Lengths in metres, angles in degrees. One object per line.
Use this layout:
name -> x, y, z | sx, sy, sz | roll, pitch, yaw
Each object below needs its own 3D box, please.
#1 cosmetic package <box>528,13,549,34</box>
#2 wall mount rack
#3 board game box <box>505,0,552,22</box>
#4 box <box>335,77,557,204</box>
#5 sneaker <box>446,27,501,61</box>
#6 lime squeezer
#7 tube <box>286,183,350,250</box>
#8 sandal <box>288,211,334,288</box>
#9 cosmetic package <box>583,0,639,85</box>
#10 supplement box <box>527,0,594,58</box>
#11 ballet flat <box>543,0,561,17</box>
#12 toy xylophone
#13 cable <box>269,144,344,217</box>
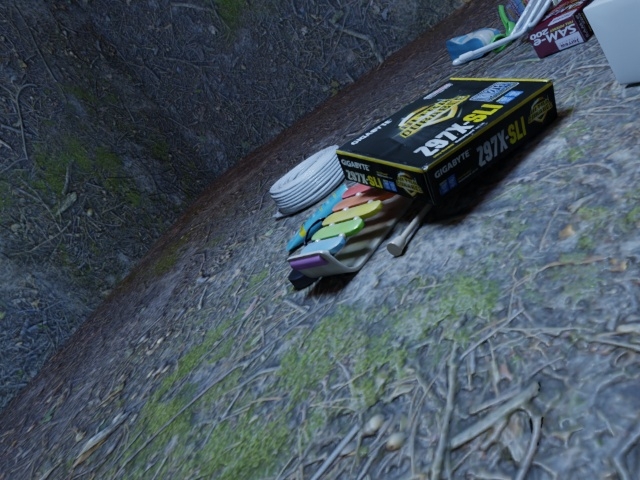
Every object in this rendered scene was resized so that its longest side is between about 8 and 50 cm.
cosmetic package -> 0.616, -0.577, 1.489 | 0.115, 0.041, 0.060 | -18, 27, 48
wall mount rack -> 0.490, -0.581, 1.484 | 0.304, 0.130, 0.350 | -61, -2, 17
board game box -> 0.640, -0.788, 1.818 | 0.060, 0.194, 0.194 | -35, 3, 6
box -> 0.228, -0.198, 1.038 | 0.322, 0.079, 0.257 | -34, 32, -19
sneaker -> 0.497, -0.640, 1.842 | 0.092, 0.087, 0.228 | -33, 23, -11
lime squeezer -> 0.526, -0.619, 1.689 | 0.310, 0.109, 0.059 | -52, -15, -25
tube -> -0.002, -0.049, 1.345 | 0.207, 0.052, 0.080 | -40, 6, 12
sandal -> 0.000, 0.000, 1.182 | 0.097, 0.054, 0.254 | -26, 20, 32
cosmetic package -> 0.579, -0.346, 0.756 | 0.197, 0.155, 0.365 | -39, 16, -8
supplement box -> 0.618, -0.544, 1.342 | 0.239, 0.073, 0.130 | -46, 19, -23
ballet flat -> 0.651, -0.641, 1.538 | 0.070, 0.070, 0.188 | -43, 19, -18
toy xylophone -> 0.093, -0.044, 1.067 | 0.236, 0.081, 0.323 | -20, 25, 45
cable -> -0.030, -0.183, 1.668 | 0.257, 0.089, 0.257 | -47, 19, -28
